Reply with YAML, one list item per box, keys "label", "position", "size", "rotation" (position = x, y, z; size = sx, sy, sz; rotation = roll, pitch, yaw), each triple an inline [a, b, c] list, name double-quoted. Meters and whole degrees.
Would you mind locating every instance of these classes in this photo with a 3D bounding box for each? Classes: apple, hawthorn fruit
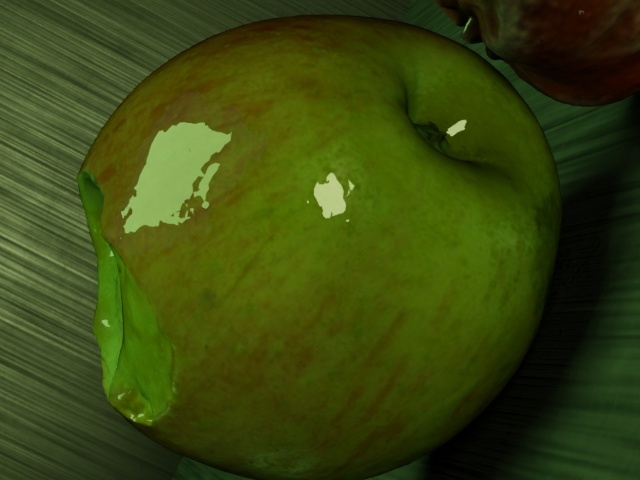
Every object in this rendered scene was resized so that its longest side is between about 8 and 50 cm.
- label: "apple"
  position: [0.000, 0.000, 1.111]
  size: [0.339, 0.340, 0.339]
  rotation: [-60, 8, 14]
- label: "hawthorn fruit"
  position: [0.193, -0.233, 1.072]
  size: [0.271, 0.242, 0.242]
  rotation: [-46, 10, 7]
